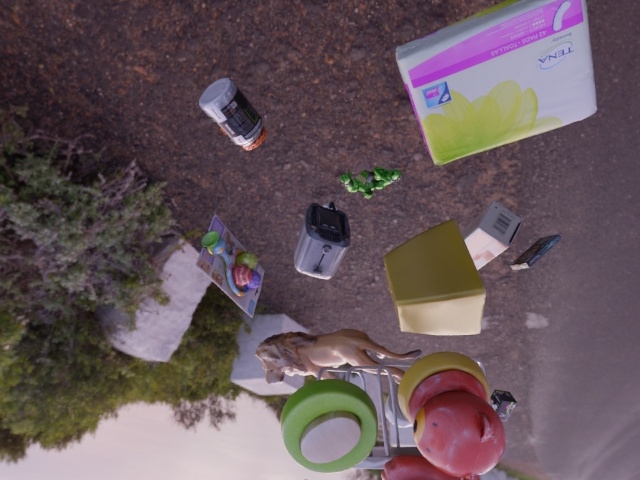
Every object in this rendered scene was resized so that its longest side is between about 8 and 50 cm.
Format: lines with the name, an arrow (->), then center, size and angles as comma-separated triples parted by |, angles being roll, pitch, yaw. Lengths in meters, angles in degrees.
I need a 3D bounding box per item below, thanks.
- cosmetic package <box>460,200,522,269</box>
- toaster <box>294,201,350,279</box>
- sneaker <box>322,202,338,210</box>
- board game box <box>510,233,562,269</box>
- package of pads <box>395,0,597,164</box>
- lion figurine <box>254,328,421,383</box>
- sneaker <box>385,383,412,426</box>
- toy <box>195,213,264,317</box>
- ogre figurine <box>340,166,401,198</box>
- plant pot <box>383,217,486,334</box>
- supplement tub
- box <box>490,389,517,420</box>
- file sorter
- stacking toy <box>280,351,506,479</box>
cosmetic package -> 0.597, 0.003, 1.700 | 0.129, 0.153, 0.296 | 35, 153, 5
toaster -> 0.000, 0.000, 1.243 | 0.129, 0.227, 0.146 | 16, 119, -12
sneaker -> 0.040, -0.074, 1.921 | 0.091, 0.258, 0.094 | -10, 129, -14
board game box -> 0.866, 0.048, 1.828 | 0.026, 0.186, 0.126 | 51, 171, 2
package of pads -> 0.309, -0.278, 0.796 | 0.296, 0.101, 0.229 | -17, 124, 19
lion figurine -> 0.032, 0.286, 1.159 | 0.392, 0.142, 0.240 | -28, 127, 32
sneaker -> 0.293, 0.529, 1.444 | 0.366, 0.135, 0.150 | -5, 123, -56
toy -> -0.181, 0.062, 1.037 | 0.056, 0.137, 0.237 | -8, 142, 26
ogre figurine -> 0.165, -0.201, 1.536 | 0.197, 0.097, 0.118 | -26, 170, -8
plant pot -> 0.262, 0.109, 1.095 | 0.187, 0.212, 0.212 | -14, 141, 5
supplement tub -> -0.243, -0.355, 1.295 | 0.117, 0.117, 0.190 | -15, 139, 26
box -> 0.585, 0.536, 1.473 | 0.062, 0.052, 0.083 | 11, 113, -16
file sorter -> 0.154, 0.307, 0.815 | 0.277, 0.173, 0.193 | -16, 157, 31
stacking toy -> 0.091, 0.314, 0.571 | 0.279, 0.130, 0.309 | -3, 106, -2
